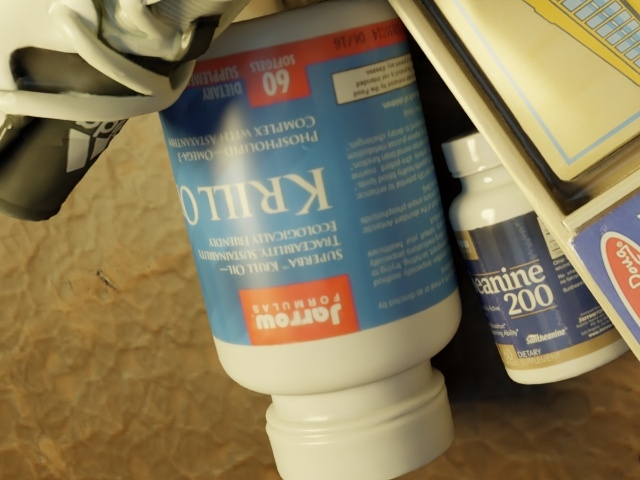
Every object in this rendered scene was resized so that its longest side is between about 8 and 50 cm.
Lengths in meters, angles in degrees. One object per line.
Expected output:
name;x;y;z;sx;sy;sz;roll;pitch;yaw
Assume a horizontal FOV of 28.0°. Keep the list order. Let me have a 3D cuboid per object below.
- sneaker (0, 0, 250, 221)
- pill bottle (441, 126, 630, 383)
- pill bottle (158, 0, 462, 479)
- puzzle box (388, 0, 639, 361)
sneaker;-0.022;-0.113;0.481;0.447;0.169;0.257;22;110;24
pill bottle;0.101;0.002;0.607;0.067;0.067;0.120;-18;97;27
pill bottle;0.000;0.000;0.619;0.124;0.124;0.221;-9;101;26
puzzle box;0.142;-0.167;0.514;0.272;0.052;0.409;-37;85;19
